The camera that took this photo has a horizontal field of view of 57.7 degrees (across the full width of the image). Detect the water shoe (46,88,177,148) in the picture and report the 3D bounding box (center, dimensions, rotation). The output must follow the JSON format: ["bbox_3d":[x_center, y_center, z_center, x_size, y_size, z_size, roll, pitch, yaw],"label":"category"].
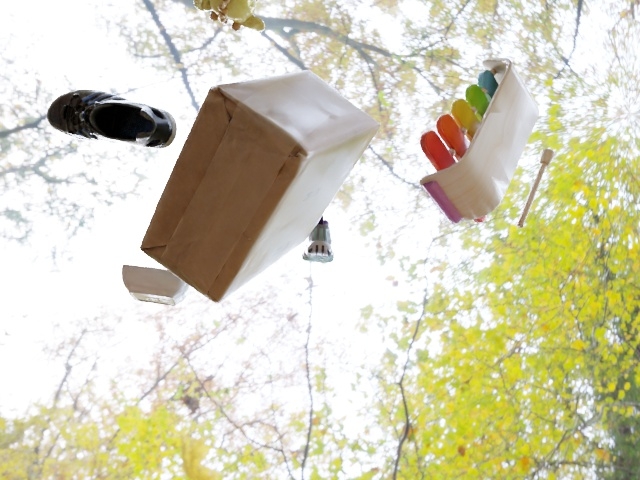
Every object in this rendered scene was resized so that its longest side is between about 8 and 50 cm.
[{"bbox_3d":[-0.294,-0.171,0.782,0.203,0.080,0.073,9,-87,15],"label":"water shoe"}]

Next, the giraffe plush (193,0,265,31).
[{"bbox_3d":[-0.142,-0.476,1.058,0.181,0.210,0.170,42,-34,13],"label":"giraffe plush"}]

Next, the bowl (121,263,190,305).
[{"bbox_3d":[-0.343,0.098,1.214,0.142,0.142,0.053,8,-108,-8],"label":"bowl"}]

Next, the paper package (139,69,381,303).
[{"bbox_3d":[-0.088,-0.097,0.933,0.168,0.325,0.309,38,-60,7],"label":"paper package"}]

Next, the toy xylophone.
[{"bbox_3d":[0.300,-0.157,1.007,0.081,0.322,0.236,-2,-48,50],"label":"toy xylophone"}]

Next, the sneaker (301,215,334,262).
[{"bbox_3d":[0.000,0.000,1.447,0.083,0.223,0.098,5,-99,-6],"label":"sneaker"}]
